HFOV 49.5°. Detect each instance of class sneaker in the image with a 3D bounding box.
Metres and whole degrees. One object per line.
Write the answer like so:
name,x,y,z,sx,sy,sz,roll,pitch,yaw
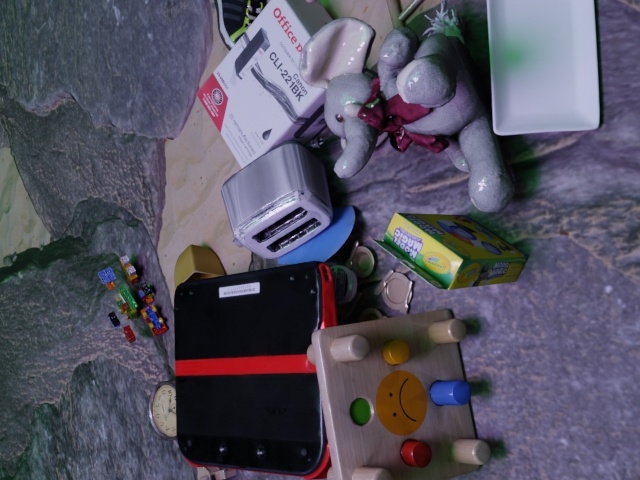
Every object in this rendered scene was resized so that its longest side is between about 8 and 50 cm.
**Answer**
sneaker,-0.153,-0.461,1.379,0.097,0.084,0.234,-31,70,36

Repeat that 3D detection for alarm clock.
alarm clock,-0.307,0.366,1.527,0.192,0.064,0.129,-31,70,40

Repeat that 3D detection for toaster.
toaster,-0.069,-0.072,1.245,0.227,0.129,0.146,-30,49,20

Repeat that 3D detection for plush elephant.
plush elephant,0.106,-0.198,1.042,0.255,0.272,0.330,-22,46,26

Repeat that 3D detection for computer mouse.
computer mouse,0.016,0.079,1.240,0.193,0.042,0.106,5,88,59

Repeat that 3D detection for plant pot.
plant pot,-0.264,0.057,1.482,0.081,0.082,0.083,-40,54,34

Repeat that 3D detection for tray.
tray,0.309,-0.284,0.977,0.145,0.030,0.270,-2,88,6

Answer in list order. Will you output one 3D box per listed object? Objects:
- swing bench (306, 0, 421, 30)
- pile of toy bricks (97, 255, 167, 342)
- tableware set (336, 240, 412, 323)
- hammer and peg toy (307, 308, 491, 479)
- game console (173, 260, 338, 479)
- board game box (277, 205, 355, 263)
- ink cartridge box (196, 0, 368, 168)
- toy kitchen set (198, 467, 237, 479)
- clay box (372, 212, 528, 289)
swing bench,0.055,-0.483,1.085,0.165,0.253,0.254,-42,64,33
pile of toy bricks,-0.452,0.154,1.643,0.212,0.118,0.105,56,156,16
tableware set,0.082,0.093,1.214,0.169,0.020,0.141,40,115,35
hammer and peg toy,0.130,0.293,1.030,0.127,0.266,0.361,-23,75,57
game console,-0.118,0.224,1.194,0.387,0.060,0.341,-11,77,40
board game box,0.000,0.000,1.253,0.169,0.033,0.133,-2,48,45
ink cartridge box,-0.073,-0.283,1.272,0.273,0.114,0.197,-41,74,33
toy kitchen set,-0.234,0.471,1.459,0.083,0.068,0.075,-25,73,38
clay box,0.187,0.012,0.987,0.127,0.222,0.053,38,114,34
